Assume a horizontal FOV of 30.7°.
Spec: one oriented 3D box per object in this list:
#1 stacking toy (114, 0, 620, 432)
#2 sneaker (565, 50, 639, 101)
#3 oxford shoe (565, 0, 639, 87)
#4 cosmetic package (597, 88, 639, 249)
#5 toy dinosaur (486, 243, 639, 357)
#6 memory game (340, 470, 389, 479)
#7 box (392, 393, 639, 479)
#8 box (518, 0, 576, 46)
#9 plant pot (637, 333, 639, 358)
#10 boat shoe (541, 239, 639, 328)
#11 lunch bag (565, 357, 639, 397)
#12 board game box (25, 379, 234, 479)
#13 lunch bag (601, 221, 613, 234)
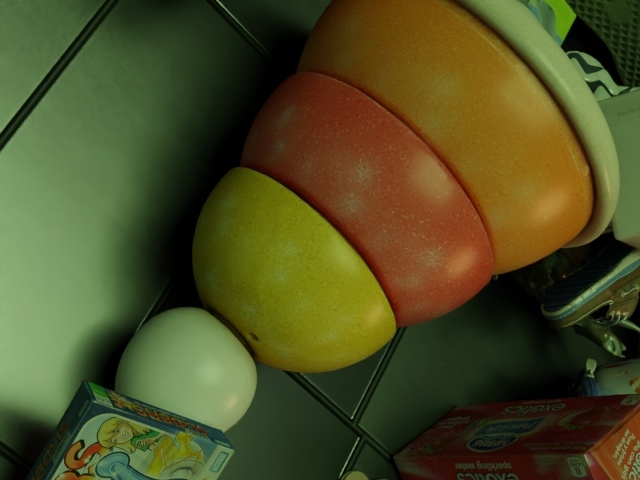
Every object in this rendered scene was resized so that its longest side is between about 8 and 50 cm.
[{"bbox_3d":[0.000,0.000,1.063,0.480,0.351,0.350,-43,110,-15],"label":"stacking toy"},{"bbox_3d":[0.372,-0.121,1.428,0.235,0.094,0.153,27,50,-31],"label":"sneaker"},{"bbox_3d":[0.436,-0.282,1.492,0.449,0.169,0.130,46,56,-17],"label":"oxford shoe"},{"bbox_3d":[0.452,-0.065,1.274,0.365,0.197,0.155,18,62,-59],"label":"cosmetic package"},{"bbox_3d":[0.268,-0.013,1.353,0.160,0.121,0.313,2,79,-49],"label":"toy dinosaur"},{"bbox_3d":[0.036,0.323,1.159,0.186,0.012,0.186,7,78,-37],"label":"memory game"},{"bbox_3d":[0.215,0.240,1.158,0.123,0.257,0.128,-30,101,-39],"label":"box"},{"bbox_3d":[0.234,-0.246,1.398,0.109,0.042,0.178,45,57,-23],"label":"box"},{"bbox_3d":[0.541,0.148,1.464,0.254,0.237,0.237,24,66,-8],"label":"plant pot"},{"bbox_3d":[0.312,0.057,1.263,0.183,0.066,0.066,-31,104,-34],"label":"boat shoe"},{"bbox_3d":[0.347,0.273,1.281,0.243,0.115,0.303,-2,81,-78],"label":"lunch bag"},{"bbox_3d":[-0.177,0.223,0.931,0.136,0.035,0.201,26,99,-32],"label":"board game box"},{"bbox_3d":[0.340,-0.041,1.440,0.083,0.053,0.071,-9,86,-29],"label":"lunch bag"}]
